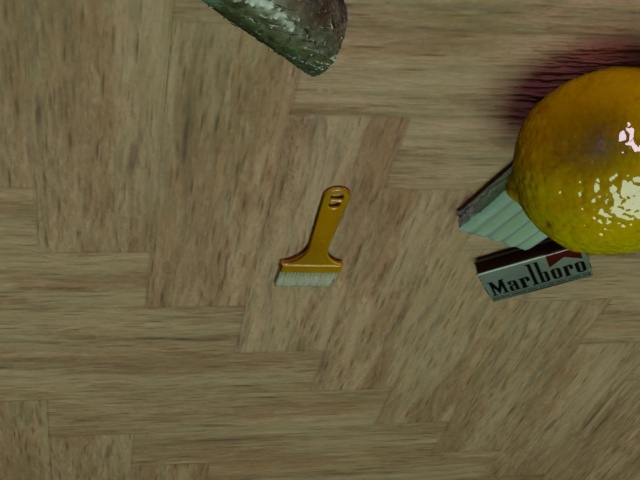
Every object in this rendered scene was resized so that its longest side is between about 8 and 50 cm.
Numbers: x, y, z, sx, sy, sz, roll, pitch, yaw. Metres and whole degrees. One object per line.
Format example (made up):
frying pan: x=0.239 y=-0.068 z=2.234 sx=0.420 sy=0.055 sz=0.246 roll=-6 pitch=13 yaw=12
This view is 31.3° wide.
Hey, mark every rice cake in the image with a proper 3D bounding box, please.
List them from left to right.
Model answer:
rice cake: x=0.323 y=-0.059 z=1.732 sx=0.189 sy=0.037 sz=0.198 roll=19 pitch=138 yaw=-37

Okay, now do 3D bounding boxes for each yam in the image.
yam: x=-0.049 y=-0.265 z=1.281 sx=0.107 sy=0.107 sz=0.183 roll=-32 pitch=139 yaw=32

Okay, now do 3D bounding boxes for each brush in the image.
brush: x=0.000 y=0.000 z=1.774 sx=0.103 sy=0.013 sz=0.272 roll=1 pitch=145 yaw=-14

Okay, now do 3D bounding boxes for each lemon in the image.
lemon: x=0.385 y=-0.103 z=1.495 sx=0.267 sy=0.267 sz=0.267 roll=-6 pitch=147 yaw=-4

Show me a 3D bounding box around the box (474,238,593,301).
box: x=0.355 y=0.045 z=1.899 sx=0.178 sy=0.035 sz=0.115 roll=-17 pitch=146 yaw=14
